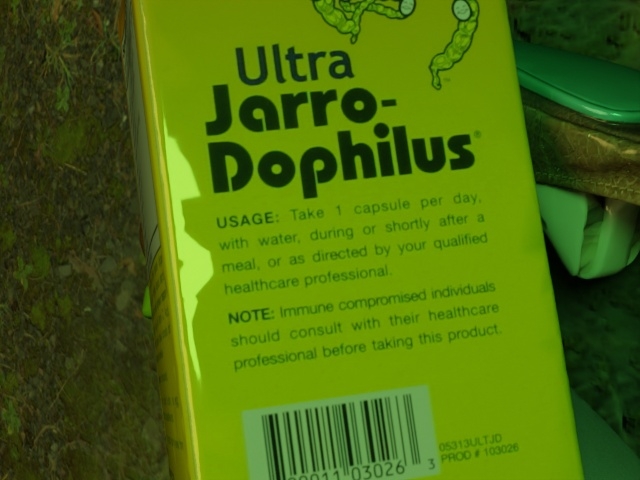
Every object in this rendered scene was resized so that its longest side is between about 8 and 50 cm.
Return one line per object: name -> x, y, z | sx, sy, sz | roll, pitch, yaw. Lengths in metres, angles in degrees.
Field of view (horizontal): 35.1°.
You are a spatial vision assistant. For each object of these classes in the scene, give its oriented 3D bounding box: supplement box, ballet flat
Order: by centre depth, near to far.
ballet flat -> 0.193, -0.024, 0.537 | 0.342, 0.116, 0.124 | 25, 118, 47
supplement box -> 0.000, 0.000, 0.577 | 0.194, 0.195, 0.357 | 145, 118, -76

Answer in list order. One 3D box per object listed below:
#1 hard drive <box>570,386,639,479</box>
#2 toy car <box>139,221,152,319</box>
hard drive -> 0.123, 0.171, 0.673 | 0.255, 0.054, 0.172 | 49, 128, 43
toy car -> -0.108, 0.008, 0.941 | 0.188, 0.148, 0.155 | 162, 116, -66
